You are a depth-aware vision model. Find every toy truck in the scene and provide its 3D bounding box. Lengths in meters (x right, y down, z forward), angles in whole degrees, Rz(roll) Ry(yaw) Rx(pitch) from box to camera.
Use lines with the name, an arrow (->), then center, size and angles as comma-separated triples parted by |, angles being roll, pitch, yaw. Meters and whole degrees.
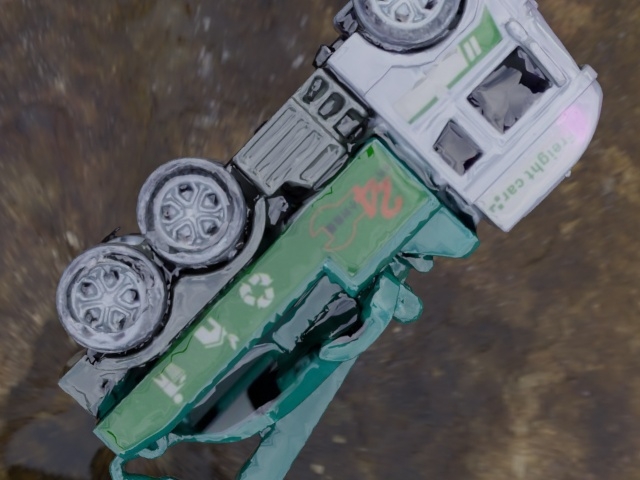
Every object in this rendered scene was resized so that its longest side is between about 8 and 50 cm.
toy truck -> -0.004, -0.007, 1.025 | 0.178, 0.176, 0.363 | 41, 92, -3
